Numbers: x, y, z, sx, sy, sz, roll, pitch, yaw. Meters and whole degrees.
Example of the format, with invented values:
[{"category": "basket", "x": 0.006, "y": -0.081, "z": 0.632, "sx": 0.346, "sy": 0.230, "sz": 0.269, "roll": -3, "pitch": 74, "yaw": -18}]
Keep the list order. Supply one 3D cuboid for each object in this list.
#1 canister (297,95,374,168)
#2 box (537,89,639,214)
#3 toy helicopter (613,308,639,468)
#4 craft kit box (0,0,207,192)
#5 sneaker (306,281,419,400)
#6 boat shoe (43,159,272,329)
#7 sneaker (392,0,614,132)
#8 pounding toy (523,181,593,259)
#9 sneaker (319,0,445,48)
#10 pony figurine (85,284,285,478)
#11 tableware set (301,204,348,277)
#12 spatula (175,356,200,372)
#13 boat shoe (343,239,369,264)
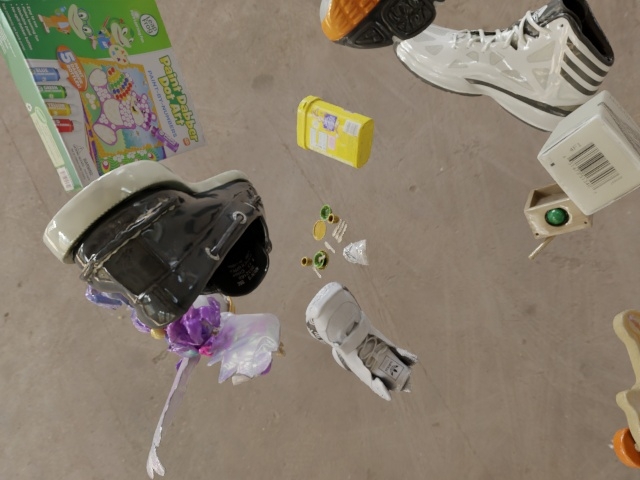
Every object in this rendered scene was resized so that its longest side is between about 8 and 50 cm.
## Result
[{"category": "canister", "x": 0.034, "y": -0.250, "z": 1.120, "sx": 0.169, "sy": 0.126, "sz": 0.073, "roll": 27, "pitch": 47, "yaw": 24}, {"category": "box", "x": 0.418, "y": -0.143, "z": 0.729, "sx": 0.113, "sy": 0.275, "sz": 0.094, "roll": 50, "pitch": 128, "yaw": 1}, {"category": "toy helicopter", "x": 0.763, "y": 0.325, "z": 1.076, "sx": 0.234, "sy": 0.140, "sz": 0.355, "roll": 0, "pitch": 63, "yaw": -9}, {"category": "craft kit box", "x": -0.313, "y": -0.228, "z": 0.725, "sx": 0.060, "sy": 0.246, "sz": 0.250, "roll": -6, "pitch": 110, "yaw": 34}, {"category": "sneaker", "x": 0.108, "y": 0.241, "z": 1.121, "sx": 0.210, "sy": 0.366, "sz": 0.137, "roll": 28, "pitch": 69, "yaw": 35}, {"category": "boat shoe", "x": -0.101, "y": 0.005, "z": 0.453, "sx": 0.127, "sy": 0.340, "sz": 0.113, "roll": -42, "pitch": 89, "yaw": 1}, {"category": "sneaker", "x": 0.382, "y": -0.426, "z": 1.003, "sx": 0.447, "sy": 0.258, "sz": 0.169, "roll": 26, "pitch": 58, "yaw": 7}, {"category": "pounding toy", "x": 0.493, "y": -0.048, "z": 1.008, "sx": 0.130, "sy": 0.141, "sz": 0.100, "roll": -18, "pitch": 110, "yaw": 39}, {"category": "sneaker", "x": 0.081, "y": -0.291, "z": 0.498, "sx": 0.262, "sy": 0.099, "sz": 0.121, "roll": -48, "pitch": 37, "yaw": -13}, {"category": "pony figurine", "x": -0.210, "y": 0.148, "z": 0.813, "sx": 0.302, "sy": 0.351, "sz": 0.363, "roll": -40, "pitch": 100, "yaw": 18}, {"category": "tableware set", "x": 0.000, "y": 0.000, "z": 1.103, "sx": 0.104, "sy": 0.024, "sz": 0.154, "roll": 49, "pitch": 121, "yaw": 44}, {"category": "spatula", "x": -0.361, "y": 0.310, "z": 1.319, "sx": 0.030, "sy": 0.296, "sz": 0.084, "roll": 41, "pitch": 60, "yaw": 8}, {"category": "boat shoe", "x": 0.091, "y": 0.032, "z": 1.257, "sx": 0.063, "sy": 0.184, "sz": 0.066, "roll": -6, "pitch": 92, "yaw": 1}]
